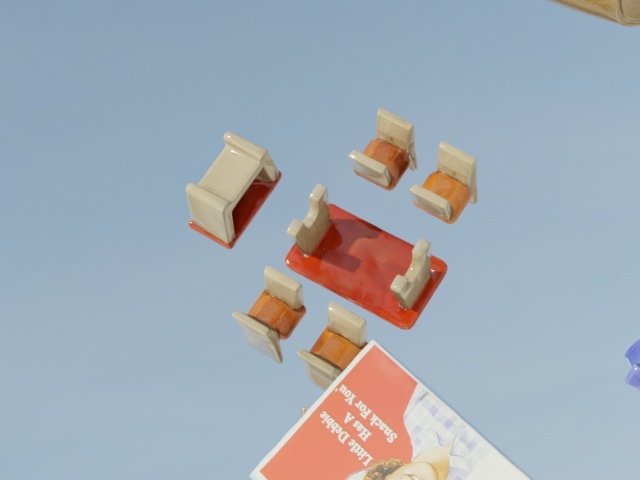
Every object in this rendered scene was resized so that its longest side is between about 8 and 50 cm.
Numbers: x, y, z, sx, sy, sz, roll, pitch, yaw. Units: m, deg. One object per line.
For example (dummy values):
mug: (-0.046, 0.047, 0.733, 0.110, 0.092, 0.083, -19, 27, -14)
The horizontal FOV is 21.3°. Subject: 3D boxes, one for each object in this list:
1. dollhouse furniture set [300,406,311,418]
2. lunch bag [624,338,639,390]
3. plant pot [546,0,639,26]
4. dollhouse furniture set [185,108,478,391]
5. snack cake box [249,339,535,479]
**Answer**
dollhouse furniture set: (0.070, 0.302, 1.909, 0.212, 0.242, 0.161, -6, -1, -23)
lunch bag: (0.537, 0.211, 2.204, 0.293, 0.221, 0.138, 18, -68, -10)
plant pot: (0.241, -0.323, 1.646, 0.237, 0.254, 0.237, -30, -33, -21)
dollhouse furniture set: (0.000, 0.000, 1.713, 0.262, 0.259, 0.135, -55, -20, -17)
snack cake box: (0.086, 0.214, 1.303, 0.152, 0.264, 0.089, -49, -41, 0)
